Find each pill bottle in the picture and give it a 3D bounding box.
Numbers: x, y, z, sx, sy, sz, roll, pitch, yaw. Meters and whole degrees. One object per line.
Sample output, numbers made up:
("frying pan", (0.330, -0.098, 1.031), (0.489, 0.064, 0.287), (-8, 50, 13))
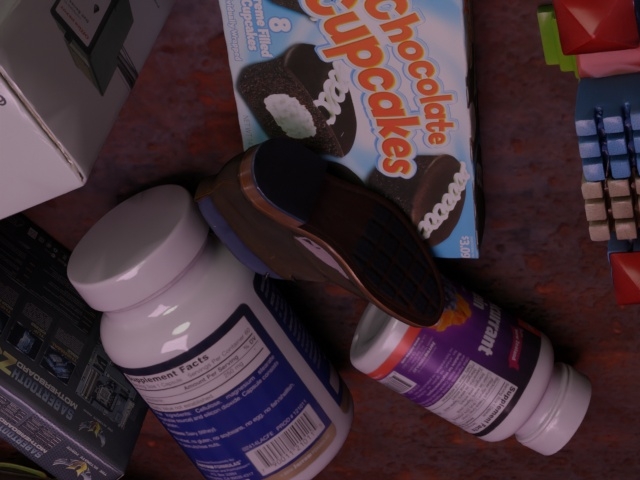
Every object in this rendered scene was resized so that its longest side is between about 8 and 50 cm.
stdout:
("pill bottle", (0.132, 0.106, 1.434), (0.193, 0.108, 0.108), (30, 129, -12))
("pill bottle", (-0.095, 0.089, 1.445), (0.153, 0.153, 0.264), (-19, 121, 26))

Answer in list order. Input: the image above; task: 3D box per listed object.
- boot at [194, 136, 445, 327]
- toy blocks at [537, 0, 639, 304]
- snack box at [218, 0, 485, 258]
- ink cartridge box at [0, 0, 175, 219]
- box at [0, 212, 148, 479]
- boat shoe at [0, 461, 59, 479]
("boot", (0.000, 0.000, 1.341), (0.219, 0.082, 0.106), (42, 149, -24))
("toy blocks", (0.233, -0.107, 1.140), (0.191, 0.261, 0.381), (-4, 127, 16))
("snack box", (0.027, -0.128, 1.301), (0.187, 0.060, 0.322), (1, 128, 12))
("ink cartridge box", (-0.242, -0.131, 1.213), (0.211, 0.289, 0.121), (-20, 121, 27))
("box", (-0.250, 0.089, 1.461), (0.233, 0.183, 0.059), (39, 126, -19))
("boat shoe", (-0.300, 0.279, 1.682), (0.324, 0.096, 0.116), (5, 118, 5))
